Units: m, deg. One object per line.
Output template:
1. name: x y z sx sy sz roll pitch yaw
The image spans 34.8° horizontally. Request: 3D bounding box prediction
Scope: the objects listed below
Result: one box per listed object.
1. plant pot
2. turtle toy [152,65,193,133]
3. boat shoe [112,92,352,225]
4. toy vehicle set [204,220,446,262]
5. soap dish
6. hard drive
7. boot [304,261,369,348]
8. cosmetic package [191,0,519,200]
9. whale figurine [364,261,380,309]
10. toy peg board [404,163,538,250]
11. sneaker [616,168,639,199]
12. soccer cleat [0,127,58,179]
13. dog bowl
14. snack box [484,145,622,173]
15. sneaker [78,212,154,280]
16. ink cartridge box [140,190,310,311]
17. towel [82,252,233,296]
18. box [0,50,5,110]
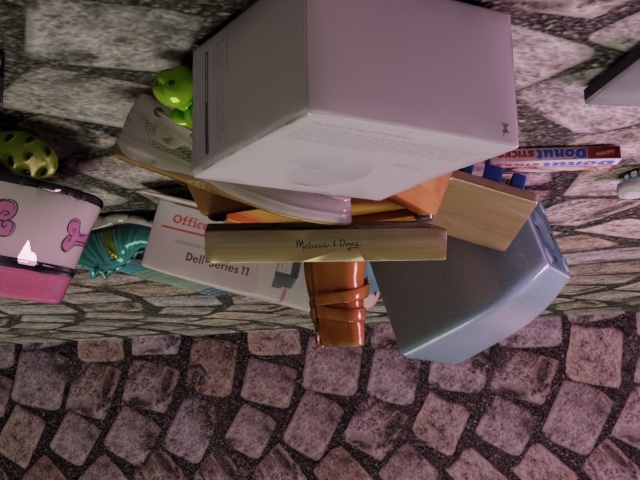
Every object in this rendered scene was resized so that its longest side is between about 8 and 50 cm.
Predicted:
1. plant pot: 0.244 0.034 1.622 0.252 0.247 0.248 -25 160 22
2. turtle toy: -0.112 -0.144 1.055 0.130 0.095 0.066 4 131 -28
3. boat shoe: -0.086 -0.092 1.131 0.277 0.096 0.098 19 -179 -3
4. toy vehicle set: 0.000 0.000 1.189 0.266 0.035 0.166 -1 -176 -6
5. soap dish: -0.001 -0.082 1.282 0.290 0.118 0.229 -8 167 24
6. hard drive: 0.354 -0.176 1.096 0.094 0.022 0.135 1 168 -10
7. boot: 0.034 0.045 1.499 0.109 0.220 0.283 2 168 -20
8. cosmetic package: 0.026 -0.136 0.959 0.224 0.138 0.224 6 168 -31
9. whale figurine: -0.009 0.043 1.964 0.272 0.141 0.216 19 -168 25
10. toy peg board: 0.211 -0.072 1.441 0.161 0.079 0.161 16 154 0
11. sneaker: 0.526 -0.070 1.506 0.190 0.083 0.071 -11 167 44
12. soccer cleat: -0.410 -0.113 1.256 0.179 0.060 0.072 11 -179 -44
13. dog bowl: -0.497 -0.010 1.326 0.408 0.150 0.408 8 175 1
14. snack box: 0.321 -0.111 1.420 0.178 0.022 0.064 -2 168 2
15. sneaker: -0.362 0.014 1.751 0.275 0.110 0.107 -2 169 0
16. ink cartridge box: -0.146 0.023 1.660 0.207 0.119 0.353 13 175 20
17. towel: -0.265 0.065 2.058 0.271 0.040 0.370 -6 163 45
18. box: -0.357 -0.156 1.001 0.083 0.062 0.052 5 168 -30
